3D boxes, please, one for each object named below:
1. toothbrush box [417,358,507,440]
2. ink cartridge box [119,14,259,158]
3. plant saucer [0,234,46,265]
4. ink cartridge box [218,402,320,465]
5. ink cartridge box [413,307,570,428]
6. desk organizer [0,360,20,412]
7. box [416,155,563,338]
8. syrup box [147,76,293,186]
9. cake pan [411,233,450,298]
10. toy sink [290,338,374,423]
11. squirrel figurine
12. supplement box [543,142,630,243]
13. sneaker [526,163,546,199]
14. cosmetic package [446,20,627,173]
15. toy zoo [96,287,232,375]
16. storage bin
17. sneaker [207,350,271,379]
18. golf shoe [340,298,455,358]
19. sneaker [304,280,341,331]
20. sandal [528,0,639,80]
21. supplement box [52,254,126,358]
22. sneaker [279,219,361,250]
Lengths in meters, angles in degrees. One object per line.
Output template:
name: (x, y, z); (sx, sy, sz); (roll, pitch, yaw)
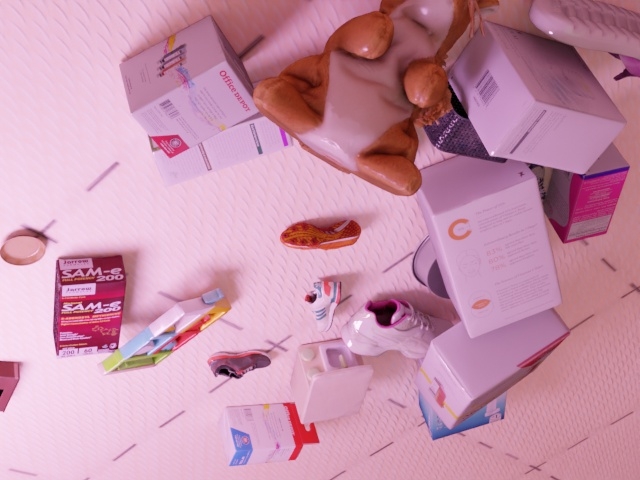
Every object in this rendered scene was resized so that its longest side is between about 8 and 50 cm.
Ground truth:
toothbrush box: (0.380, 0.391, 2.540); (0.216, 0.126, 0.295); (-16, 142, -5)
ink cartridge box: (-0.209, -0.246, 1.521); (0.176, 0.127, 0.128); (-26, 141, 8)
plant saucer: (-0.557, 0.015, 1.770); (0.083, 0.015, 0.083); (-12, 141, -10)
ink cartridge box: (-0.132, 0.496, 2.432); (0.231, 0.134, 0.078); (1, 136, -24)
ink cartridge box: (0.390, 0.276, 2.214); (0.279, 0.160, 0.384); (-32, 163, -12)
desk organizer: (-0.692, 0.316, 2.044); (0.050, 0.047, 0.130); (10, 132, -30)
box: (0.347, -0.001, 1.958); (0.215, 0.168, 0.345); (-21, 126, 1)
syrup box: (-0.174, -0.187, 1.634); (0.237, 0.093, 0.096); (-18, 141, -3)
cake pan: (0.353, 0.037, 2.166); (0.293, 0.054, 0.293); (-12, 141, -10)
toy sink: (0.023, 0.327, 2.305); (0.153, 0.131, 0.234); (-8, 145, -15)
squirrel figurine: (0.110, -0.288, 1.524); (0.370, 0.281, 0.397); (-59, 179, -1)
supplement box: (0.567, -0.110, 2.038); (0.114, 0.111, 0.220); (-12, 142, -11)
sneaker: (0.465, -0.114, 2.031); (0.052, 0.058, 0.135); (-17, 141, -5)
cosmetic package: (0.384, -0.255, 1.694); (0.225, 0.224, 0.138); (8, 134, -31)
toy zoo: (-0.313, 0.192, 2.012); (0.293, 0.030, 0.192); (-36, 165, 19)
storage bin: (0.283, -0.224, 1.769); (0.180, 0.122, 0.084); (6, 134, -30)
sneaker: (-0.188, 0.303, 2.234); (0.158, 0.064, 0.061); (-1, 138, -23)
golf shoe: (0.205, 0.206, 2.258); (0.306, 0.115, 0.140); (1, 134, -26)
sneaker: (-0.003, 0.146, 2.149); (0.075, 0.057, 0.161); (9, 137, -9)
sandal: (0.546, -0.347, 1.715); (0.416, 0.169, 0.102); (13, 129, -18)
supplement box: (-0.468, 0.136, 1.907); (0.130, 0.073, 0.239); (-5, 139, -21)
sneaker: (0.000, 0.000, 1.962); (0.175, 0.064, 0.067); (-2, 148, -18)
